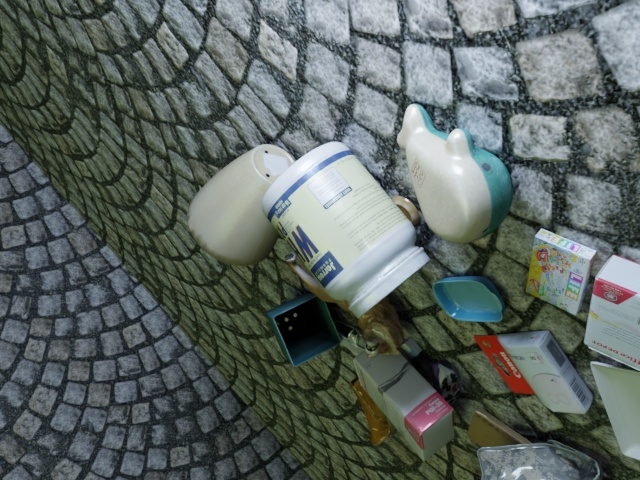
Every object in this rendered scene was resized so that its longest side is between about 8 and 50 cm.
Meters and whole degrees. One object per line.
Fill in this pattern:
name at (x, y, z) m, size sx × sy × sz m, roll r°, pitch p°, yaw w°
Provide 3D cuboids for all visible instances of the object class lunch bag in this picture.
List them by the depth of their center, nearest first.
lunch bag at (0.549, 0.614, 1.508) m, size 0.286 × 0.169 × 0.235 m, roll -13°, pitch 125°, yaw 20°

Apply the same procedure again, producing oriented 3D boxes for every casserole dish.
casserole dish at (0.329, 0.124, 1.367) m, size 0.188 × 0.037 × 0.114 m, roll -8°, pitch 120°, yaw 57°

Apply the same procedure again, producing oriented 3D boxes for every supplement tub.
supplement tub at (0.055, -0.021, 1.328) m, size 0.325 × 0.235 × 0.235 m, roll 51°, pitch 152°, yaw 8°

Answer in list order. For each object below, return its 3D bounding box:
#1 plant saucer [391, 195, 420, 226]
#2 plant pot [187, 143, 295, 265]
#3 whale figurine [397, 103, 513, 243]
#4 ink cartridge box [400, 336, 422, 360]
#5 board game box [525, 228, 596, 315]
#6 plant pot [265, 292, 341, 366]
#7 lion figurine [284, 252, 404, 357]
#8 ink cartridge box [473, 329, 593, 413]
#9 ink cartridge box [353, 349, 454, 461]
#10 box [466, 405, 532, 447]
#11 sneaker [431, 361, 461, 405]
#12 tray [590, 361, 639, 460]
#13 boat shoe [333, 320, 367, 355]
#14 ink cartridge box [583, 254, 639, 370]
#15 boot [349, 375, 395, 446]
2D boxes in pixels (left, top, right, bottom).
plant saucer at (0.181, -0.059, 1.367) m, size 0.083 × 0.015 × 0.083 m, roll 34°, pitch 148°, yaw 24°
plant pot at (-0.173, -0.113, 1.589) m, size 0.256 × 0.256 × 0.274 m, roll 46°, pitch 134°, yaw 4°
whale figurine at (0.240, -0.128, 1.120) m, size 0.216 × 0.141 × 0.272 m, roll 101°, pitch 147°, yaw -55°
ink cartridge box at (0.240, 0.302, 1.710) m, size 0.048 × 0.028 × 0.083 m, roll 46°, pitch 152°, yaw 6°
board game box at (0.440, 0.059, 1.146) m, size 0.103 × 0.026 × 0.154 m, roll 27°, pitch 145°, yaw 33°
plant pot at (-0.075, 0.262, 1.929) m, size 0.166 × 0.165 × 0.234 m, roll 68°, pitch 162°, yaw -8°
lion figurine at (0.067, 0.145, 1.679) m, size 0.392 × 0.142 × 0.240 m, roll 39°, pitch 163°, yaw 45°
ink cartridge box at (0.457, 0.293, 1.380) m, size 0.189 × 0.066 × 0.232 m, roll 53°, pitch 147°, yaw -9°
ink cartridge box at (0.229, 0.430, 1.700) m, size 0.283 × 0.117 × 0.207 m, roll 46°, pitch 164°, yaw 36°
box at (0.493, 0.547, 1.670) m, size 0.201 × 0.021 × 0.165 m, roll 32°, pitch 147°, yaw 26°
sneaker at (0.334, 0.388, 1.671) m, size 0.071 × 0.068 × 0.170 m, roll 48°, pitch 157°, yaw 48°
tray at (0.637, 0.343, 1.219) m, size 0.145 × 0.030 × 0.271 m, roll 5°, pitch 130°, yaw 52°
boat shoe at (0.104, 0.290, 1.855) m, size 0.184 × 0.066 × 0.063 m, roll 29°, pitch 148°, yaw 49°
ink cartridge box at (0.532, 0.128, 1.055) m, size 0.127 × 0.072 × 0.175 m, roll 25°, pitch 144°, yaw 35°
boot at (0.171, 0.544, 2.041) m, size 0.211 × 0.104 × 0.295 m, roll 45°, pitch 146°, yaw 17°
